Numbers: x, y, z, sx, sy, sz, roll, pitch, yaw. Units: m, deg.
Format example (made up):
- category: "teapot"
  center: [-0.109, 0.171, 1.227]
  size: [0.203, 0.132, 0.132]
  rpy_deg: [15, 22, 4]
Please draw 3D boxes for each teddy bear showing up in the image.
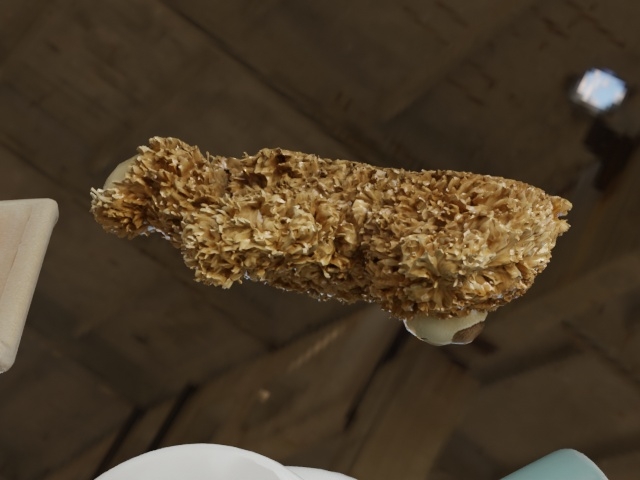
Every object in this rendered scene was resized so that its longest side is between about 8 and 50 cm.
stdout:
- category: "teddy bear"
  center: [0.000, 0.000, 1.133]
  size: [0.338, 0.113, 0.245]
  rpy_deg: [10, -2, 16]

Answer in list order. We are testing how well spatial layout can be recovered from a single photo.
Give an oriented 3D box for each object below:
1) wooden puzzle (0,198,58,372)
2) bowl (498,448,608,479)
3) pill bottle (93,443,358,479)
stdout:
- category: "wooden puzzle"
  center: [-0.226, 0.011, 0.663]
  size: [0.221, 0.238, 0.044]
  rpy_deg: [-3, -77, -3]
- category: "bowl"
  center: [0.098, 0.288, 0.971]
  size: [0.163, 0.311, 0.311]
  rpy_deg: [-7, -34, -8]
- category: "pill bottle"
  center: [-0.001, 0.184, 0.656]
  size: [0.162, 0.162, 0.278]
  rpy_deg: [12, -19, 26]
